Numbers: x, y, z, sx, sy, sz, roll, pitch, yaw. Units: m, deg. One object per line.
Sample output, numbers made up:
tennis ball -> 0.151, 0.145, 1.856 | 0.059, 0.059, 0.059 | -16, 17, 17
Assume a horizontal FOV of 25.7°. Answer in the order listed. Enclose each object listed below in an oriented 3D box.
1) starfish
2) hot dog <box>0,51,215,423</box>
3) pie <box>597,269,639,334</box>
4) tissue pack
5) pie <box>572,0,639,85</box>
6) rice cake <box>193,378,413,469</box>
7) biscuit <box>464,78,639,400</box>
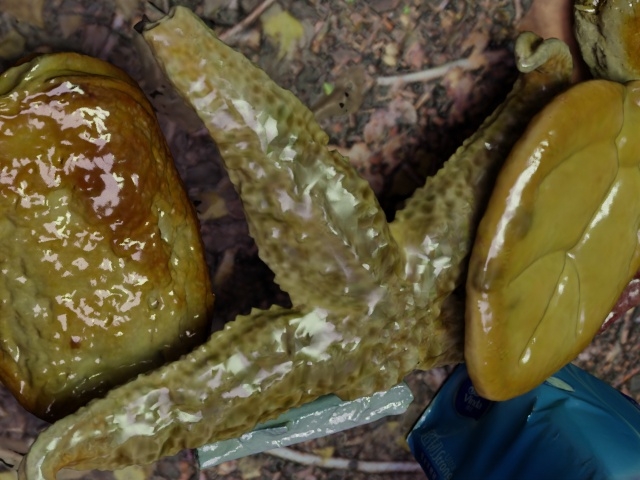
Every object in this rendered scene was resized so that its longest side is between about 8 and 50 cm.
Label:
starfish -> 0.000, 0.000, 0.958 | 0.432, 0.082, 0.324 | -8, 111, -26
hot dog -> -0.173, -0.009, 0.973 | 0.175, 0.114, 0.259 | -14, 111, -5
pie -> 0.211, 0.009, 1.128 | 0.153, 0.038, 0.153 | -6, 111, -16
tissue pack -> 0.210, 0.204, 1.075 | 0.198, 0.263, 0.146 | 29, 100, -23
pie -> 0.288, -0.179, 1.057 | 0.193, 0.079, 0.163 | -36, 119, 1
rice cake -> -0.014, 0.143, 1.111 | 0.180, 0.042, 0.030 | -15, 111, -11
biscuit -> 0.183, 0.002, 1.029 | 0.203, 0.041, 0.260 | 35, 82, -50
